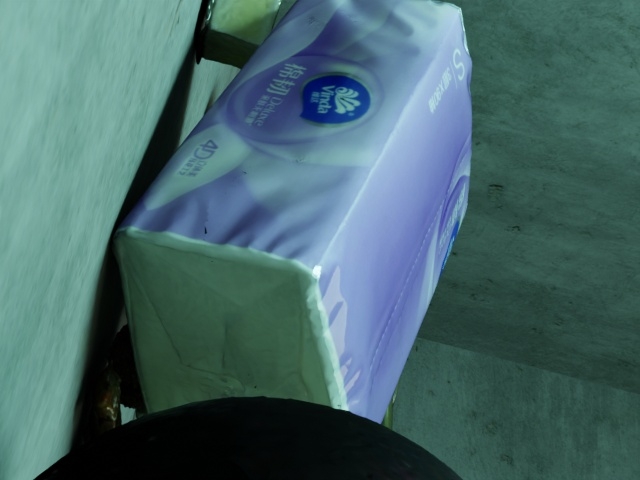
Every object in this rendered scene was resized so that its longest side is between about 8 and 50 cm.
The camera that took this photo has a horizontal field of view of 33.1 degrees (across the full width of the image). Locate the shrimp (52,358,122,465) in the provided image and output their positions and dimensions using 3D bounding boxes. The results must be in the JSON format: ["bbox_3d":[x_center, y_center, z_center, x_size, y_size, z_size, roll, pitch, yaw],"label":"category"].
[{"bbox_3d":[-0.150,0.146,0.712,0.187,0.052,0.132,140,-57,-75],"label":"shrimp"}]

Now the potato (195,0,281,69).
[{"bbox_3d":[-0.059,-0.200,0.866,0.086,0.061,0.122,129,-24,-75],"label":"potato"}]

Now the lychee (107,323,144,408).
[{"bbox_3d":[-0.127,0.093,0.806,0.067,0.068,0.083,-42,-134,41],"label":"lychee"}]

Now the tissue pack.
[{"bbox_3d":[0.000,0.000,0.788,0.338,0.160,0.242,-62,154,-46],"label":"tissue pack"}]

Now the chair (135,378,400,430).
[{"bbox_3d":[-0.024,0.036,1.366,0.410,0.362,0.364,102,0,-62],"label":"chair"}]

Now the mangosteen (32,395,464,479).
[{"bbox_3d":[-0.006,0.187,0.372,0.288,0.288,0.288,-165,-90,-85],"label":"mangosteen"}]
